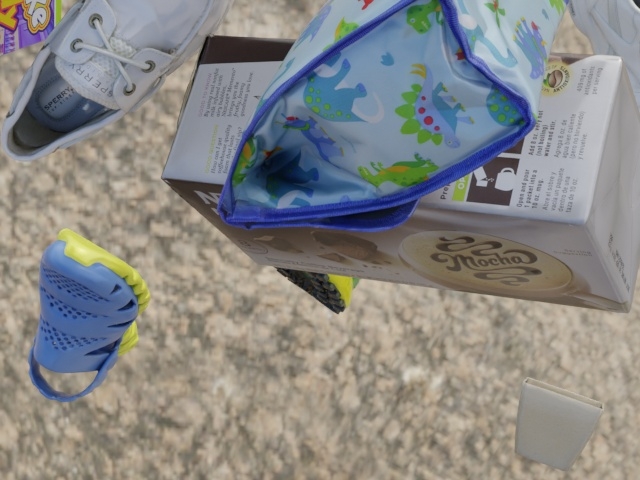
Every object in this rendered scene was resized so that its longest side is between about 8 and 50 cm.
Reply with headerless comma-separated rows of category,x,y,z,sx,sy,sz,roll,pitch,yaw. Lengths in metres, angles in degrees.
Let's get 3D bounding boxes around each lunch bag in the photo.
lunch bag,0.027,-0.073,0.549,0.096,0.151,0.129,51,34,-18

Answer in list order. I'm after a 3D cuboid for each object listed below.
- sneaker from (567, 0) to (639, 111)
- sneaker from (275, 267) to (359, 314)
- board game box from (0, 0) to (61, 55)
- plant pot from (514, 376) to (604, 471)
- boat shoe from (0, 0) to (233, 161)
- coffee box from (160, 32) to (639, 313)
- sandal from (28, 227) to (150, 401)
sneaker,0.427,-0.242,1.586,0.114,0.152,0.305,-35,106,-27
sneaker,-0.005,-0.061,1.250,0.134,0.343,0.146,31,74,22
board game box,-0.338,-0.331,1.089,0.078,0.347,0.233,22,33,24
plant pot,0.309,0.247,1.610,0.109,0.109,0.096,19,92,13
boat shoe,-0.159,-0.140,0.930,0.098,0.277,0.096,39,43,-15
coffee box,0.065,-0.047,0.839,0.297,0.168,0.119,7,71,25
sandal,-0.284,0.101,1.429,0.126,0.317,0.138,31,63,10
